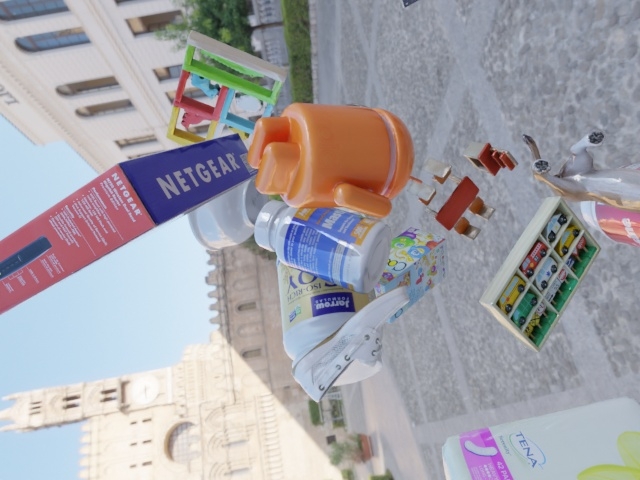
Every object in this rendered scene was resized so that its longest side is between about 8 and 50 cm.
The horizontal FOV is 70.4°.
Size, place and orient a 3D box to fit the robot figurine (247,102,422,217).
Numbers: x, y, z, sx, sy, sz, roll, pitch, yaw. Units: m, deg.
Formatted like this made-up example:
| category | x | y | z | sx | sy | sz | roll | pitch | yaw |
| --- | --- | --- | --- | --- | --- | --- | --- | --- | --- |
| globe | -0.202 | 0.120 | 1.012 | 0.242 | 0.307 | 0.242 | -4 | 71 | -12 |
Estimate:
| category | x | y | z | sx | sy | sz | roll | pitch | yaw |
| --- | --- | --- | --- | --- | --- | --- | --- | --- | --- |
| robot figurine | 0.024 | -0.102 | 0.566 | 0.158 | 0.219 | 0.128 | 30 | 121 | 60 |

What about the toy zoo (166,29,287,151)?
| category | x | y | z | sx | sy | sz | roll | pitch | yaw |
| --- | --- | --- | --- | --- | --- | --- | --- | --- | --- |
| toy zoo | -0.209 | -0.264 | 0.952 | 0.293 | 0.192 | 0.030 | 126 | 155 | -44 |

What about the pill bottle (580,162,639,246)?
| category | x | y | z | sx | sy | sz | roll | pitch | yaw |
| --- | --- | --- | --- | --- | --- | --- | --- | --- | --- |
| pill bottle | 0.870 | -0.089 | 1.178 | 0.408 | 0.229 | 0.229 | -77 | -23 | -83 |

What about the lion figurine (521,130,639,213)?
| category | x | y | z | sx | sy | sz | roll | pitch | yaw |
| --- | --- | --- | --- | --- | --- | --- | --- | --- | --- |
| lion figurine | 0.601 | -0.102 | 0.913 | 0.392 | 0.142 | 0.240 | 32 | -179 | 30 |

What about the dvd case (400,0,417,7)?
| category | x | y | z | sx | sy | sz | roll | pitch | yaw |
| --- | --- | --- | --- | --- | --- | --- | --- | --- | --- |
| dvd case | 0.258 | -0.767 | 1.206 | 0.221 | 0.164 | 0.018 | 62 | 178 | -29 |

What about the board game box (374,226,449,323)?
| category | x | y | z | sx | sy | sz | roll | pitch | yaw |
| --- | --- | --- | --- | --- | --- | --- | --- | --- | --- |
| board game box | 0.243 | 0.096 | 1.368 | 0.142 | 0.275 | 0.144 | 23 | 135 | 46 |

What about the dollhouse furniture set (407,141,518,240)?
| category | x | y | z | sx | sy | sz | roll | pitch | yaw |
| --- | --- | --- | --- | --- | --- | --- | --- | --- | --- |
| dollhouse furniture set | 0.425 | -0.149 | 1.304 | 0.262 | 0.259 | 0.135 | 32 | -176 | -36 |

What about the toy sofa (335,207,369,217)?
| category | x | y | z | sx | sy | sz | roll | pitch | yaw |
| --- | --- | --- | --- | --- | --- | --- | --- | --- | --- |
| toy sofa | 0.045 | -0.174 | 1.505 | 0.362 | 0.150 | 0.177 | -1 | 127 | 55 |

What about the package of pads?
| category | x | y | z | sx | sy | sz | roll | pitch | yaw |
| --- | --- | --- | --- | --- | --- | --- | --- | --- | --- |
| package of pads | 0.329 | 0.340 | 0.585 | 0.229 | 0.296 | 0.101 | -100 | -3 | -57 |

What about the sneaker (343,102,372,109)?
| category | x | y | z | sx | sy | sz | roll | pitch | yaw |
| --- | --- | --- | --- | --- | --- | --- | --- | --- | --- |
| sneaker | 0.076 | -0.319 | 1.165 | 0.188 | 0.071 | 0.066 | 11 | 116 | 43 |

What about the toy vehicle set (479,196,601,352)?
| category | x | y | z | sx | sy | sz | roll | pitch | yaw |
| --- | --- | --- | --- | --- | --- | --- | --- | --- | --- |
| toy vehicle set | 0.446 | 0.067 | 0.911 | 0.166 | 0.267 | 0.035 | 41 | 168 | -20 |

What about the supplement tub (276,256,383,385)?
| category | x | y | z | sx | sy | sz | roll | pitch | yaw |
| --- | --- | --- | --- | --- | --- | --- | --- | --- | --- |
| supplement tub | 0.021 | 0.164 | 1.115 | 0.241 | 0.241 | 0.331 | 82 | 179 | -57 |

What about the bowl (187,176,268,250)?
| category | x | y | z | sx | sy | sz | roll | pitch | yaw |
| --- | --- | --- | --- | --- | --- | --- | --- | --- | --- |
| bowl | -0.235 | -0.112 | 1.275 | 0.298 | 0.134 | 0.298 | 5 | -90 | -71 |

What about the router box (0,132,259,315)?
| category | x | y | z | sx | sy | sz | roll | pitch | yaw |
| --- | --- | --- | --- | --- | --- | --- | --- | --- | --- |
| router box | -0.286 | -0.042 | 0.688 | 0.082 | 0.301 | 0.335 | 61 | -159 | -10 |

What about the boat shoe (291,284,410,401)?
| category | x | y | z | sx | sy | sz | roll | pitch | yaw |
| --- | --- | --- | --- | --- | --- | --- | --- | --- | --- |
| boat shoe | 0.076 | 0.200 | 0.870 | 0.096 | 0.277 | 0.098 | 50 | -175 | 20 |

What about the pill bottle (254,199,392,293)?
| category | x | y | z | sx | sy | sz | roll | pitch | yaw |
| --- | --- | --- | --- | --- | --- | --- | --- | --- | --- |
| pill bottle | 0.000 | 0.000 | 0.964 | 0.152 | 0.272 | 0.152 | -45 | -35 | -44 |
